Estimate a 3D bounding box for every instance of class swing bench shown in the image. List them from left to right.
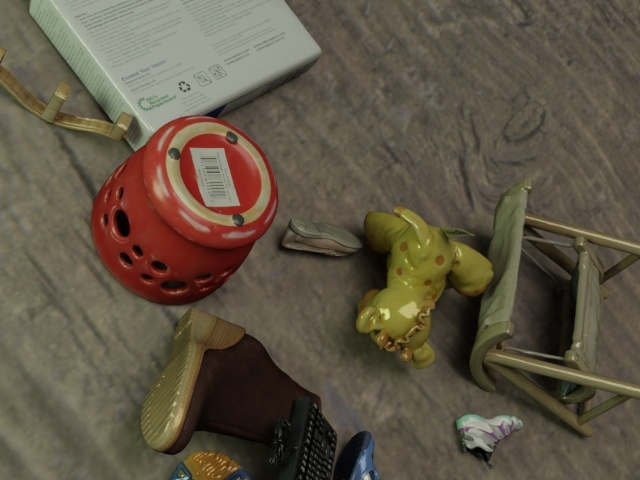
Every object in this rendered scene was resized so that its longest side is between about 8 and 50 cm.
[{"bbox_3d":[0.325,0.095,1.644,0.254,0.165,0.253,25,55,-13],"label":"swing bench"}]

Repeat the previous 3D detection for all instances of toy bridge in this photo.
[{"bbox_3d":[-0.317,-0.166,1.427,0.188,0.063,0.026,28,54,-16],"label":"toy bridge"}]

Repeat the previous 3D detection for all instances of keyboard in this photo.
[{"bbox_3d":[-0.019,0.248,1.316,0.108,0.023,0.180,50,27,-24],"label":"keyboard"}]

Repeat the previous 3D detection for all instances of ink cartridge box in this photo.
[{"bbox_3d":[-0.208,-0.310,1.573,0.324,0.071,0.330,-32,82,-39],"label":"ink cartridge box"}]

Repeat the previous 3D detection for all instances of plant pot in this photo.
[{"bbox_3d":[-0.151,-0.041,1.400,0.191,0.174,0.191,17,57,-28],"label":"plant pot"}]

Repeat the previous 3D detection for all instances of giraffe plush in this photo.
[{"bbox_3d":[0.116,0.069,1.530,0.181,0.210,0.170,26,81,-5],"label":"giraffe plush"}]

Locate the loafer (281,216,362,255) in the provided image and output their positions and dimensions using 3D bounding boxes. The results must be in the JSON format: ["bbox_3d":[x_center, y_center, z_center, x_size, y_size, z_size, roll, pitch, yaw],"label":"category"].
[{"bbox_3d":[0.000,0.000,1.564,0.125,0.039,0.045,15,29,-41],"label":"loafer"}]

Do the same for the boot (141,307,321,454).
[{"bbox_3d":[-0.086,0.193,1.330,0.207,0.090,0.248,39,26,-15],"label":"boot"}]

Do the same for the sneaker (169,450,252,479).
[{"bbox_3d":[-0.067,0.366,1.293,0.112,0.131,0.296,-34,64,-6],"label":"sneaker"}]

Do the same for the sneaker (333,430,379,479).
[{"bbox_3d":[0.050,0.301,1.424,0.059,0.053,0.144,20,65,-22],"label":"sneaker"}]

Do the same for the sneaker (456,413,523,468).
[{"bbox_3d":[0.227,0.267,1.567,0.098,0.038,0.069,4,65,-21],"label":"sneaker"}]
